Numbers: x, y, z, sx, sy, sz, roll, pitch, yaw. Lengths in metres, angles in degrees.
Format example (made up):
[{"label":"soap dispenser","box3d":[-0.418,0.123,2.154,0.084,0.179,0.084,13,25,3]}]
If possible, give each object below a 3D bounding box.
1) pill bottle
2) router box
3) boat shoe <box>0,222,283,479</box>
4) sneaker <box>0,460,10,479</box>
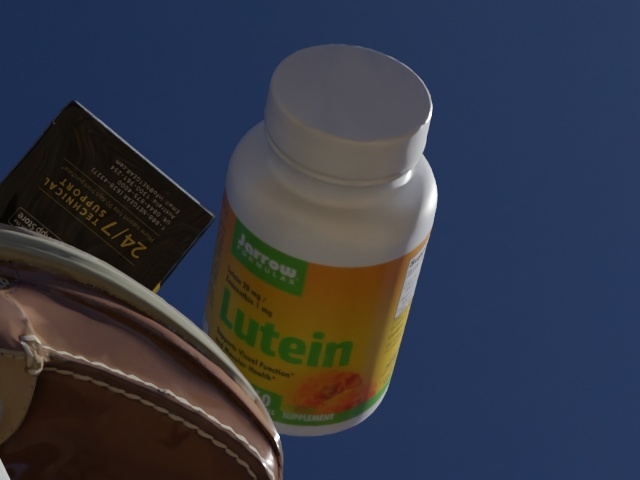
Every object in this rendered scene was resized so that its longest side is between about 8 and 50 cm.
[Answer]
[{"label":"pill bottle","box3d":[0.000,0.000,1.128,0.136,0.136,0.245,9,-49,-3]},{"label":"router box","box3d":[-0.164,0.065,0.833,0.081,0.309,0.243,40,-96,-3]},{"label":"boat shoe","box3d":[-0.157,0.053,0.539,0.324,0.116,0.123,20,-66,-23]},{"label":"sneaker","box3d":[-0.154,0.035,0.318,0.147,0.104,0.295,-32,-118,-3]}]
